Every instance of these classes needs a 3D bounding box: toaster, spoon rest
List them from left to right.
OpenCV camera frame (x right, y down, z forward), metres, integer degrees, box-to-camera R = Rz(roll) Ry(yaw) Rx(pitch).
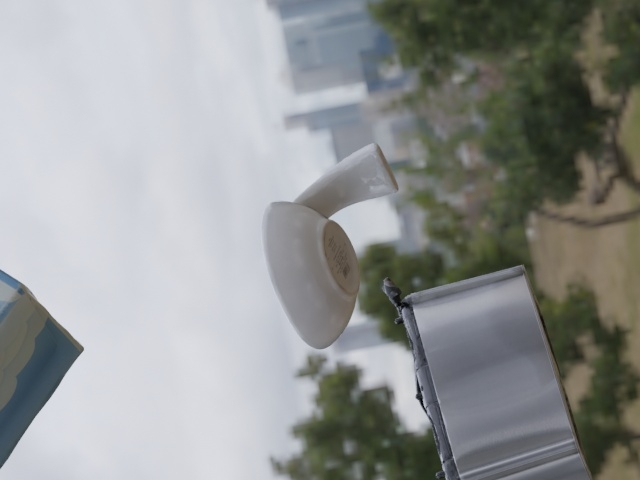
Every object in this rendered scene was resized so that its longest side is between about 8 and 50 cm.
[{"bbox_3d":[0.000,0.000,1.628,0.137,0.084,0.276,63,-155,-18],"label":"spoon rest"},{"bbox_3d":[0.135,0.121,1.390,0.185,0.110,0.168,57,-164,-63],"label":"toaster"}]

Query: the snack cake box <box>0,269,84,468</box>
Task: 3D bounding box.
[{"bbox_3d":[-0.220,0.096,0.586,0.264,0.152,0.089,-57,-15,-12],"label":"snack cake box"}]
